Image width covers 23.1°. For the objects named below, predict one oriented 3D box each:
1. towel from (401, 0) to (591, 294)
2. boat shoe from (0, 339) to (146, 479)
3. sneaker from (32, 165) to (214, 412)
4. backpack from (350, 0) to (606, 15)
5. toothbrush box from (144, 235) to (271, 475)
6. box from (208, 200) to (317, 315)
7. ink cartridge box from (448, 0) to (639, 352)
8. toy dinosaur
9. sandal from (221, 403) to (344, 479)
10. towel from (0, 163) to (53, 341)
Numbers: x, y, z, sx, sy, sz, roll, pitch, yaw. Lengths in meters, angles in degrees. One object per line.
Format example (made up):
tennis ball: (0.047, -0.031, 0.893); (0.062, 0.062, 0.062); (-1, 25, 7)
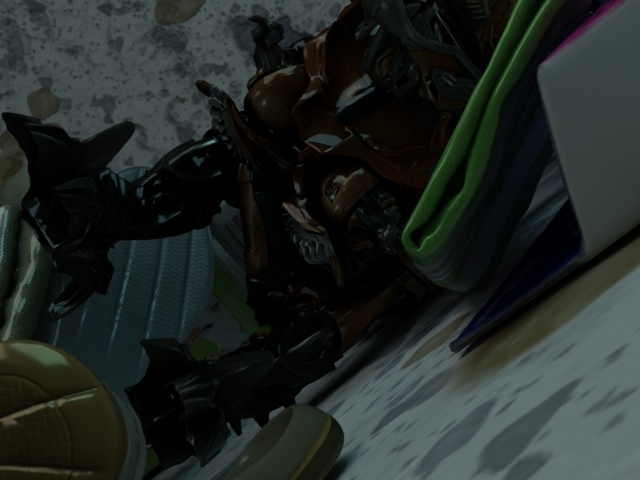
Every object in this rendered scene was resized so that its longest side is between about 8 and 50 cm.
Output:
towel: (0.067, -0.035, 0.545); (0.113, 0.023, 0.152); (-65, -11, 0)
boat shoe: (-0.159, 0.154, 0.513); (0.277, 0.098, 0.096); (-42, -21, -4)
sneaker: (-0.128, 0.067, 0.818); (0.091, 0.094, 0.258); (-41, 23, 41)
backpack: (0.111, -0.197, 0.792); (0.213, 0.263, 0.276); (-40, 1, -12)
toothbrush box: (-0.137, 0.092, 1.035); (0.283, 0.122, 0.206); (-40, 1, 15)
box: (0.009, -0.011, 0.873); (0.087, 0.102, 0.101); (-43, 2, -26)
ink cartridge box: (0.181, -0.110, 0.475); (0.371, 0.069, 0.176); (-41, 0, 32)
toy dinosaur: (0.000, 0.000, 0.690); (0.218, 0.164, 0.322); (-24, -43, -24)
sandal: (-0.058, 0.092, 0.441); (0.072, 0.049, 0.180); (-38, 2, 44)
towel: (-0.242, 0.136, 0.809); (0.312, 0.056, 0.324); (-36, 33, 49)
